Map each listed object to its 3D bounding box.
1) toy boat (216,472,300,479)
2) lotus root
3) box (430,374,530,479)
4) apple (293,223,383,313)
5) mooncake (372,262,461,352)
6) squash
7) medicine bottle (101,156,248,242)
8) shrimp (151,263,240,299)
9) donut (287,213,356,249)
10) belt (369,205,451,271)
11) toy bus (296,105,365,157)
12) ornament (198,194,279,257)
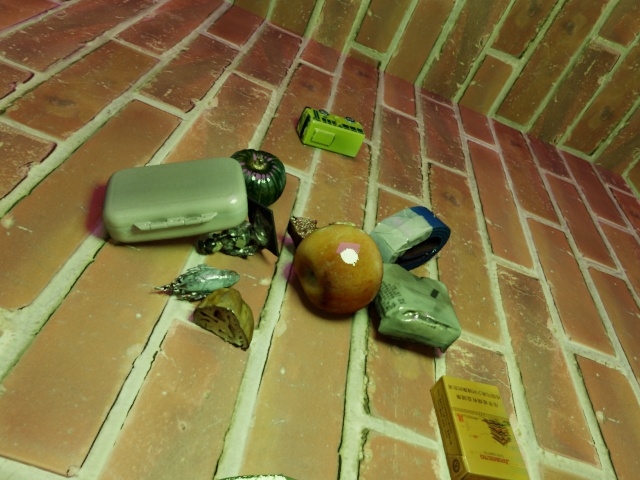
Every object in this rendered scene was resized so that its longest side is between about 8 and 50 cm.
[{"bbox_3d":[-0.149,0.487,1.028,0.293,0.055,0.093,3,44,-29],"label":"toy boat"},{"bbox_3d":[-0.225,0.175,1.350,0.160,0.095,0.135,25,31,-12],"label":"lotus root"},{"bbox_3d":[0.390,0.480,1.363,0.175,0.076,0.274,14,37,-14],"label":"box"},{"bbox_3d":[0.046,0.079,1.524,0.254,0.253,0.253,17,36,-13],"label":"apple"},{"bbox_3d":[0.263,0.199,1.588,0.250,0.136,0.254,18,31,-15],"label":"mooncake"},{"bbox_3d":[-0.214,-0.201,1.762,0.219,0.172,0.218,5,25,-3],"label":"squash"},{"bbox_3d":[-0.391,-0.115,1.494,0.376,0.122,0.282,-9,42,-7],"label":"medicine bottle"},{"bbox_3d":[-0.316,0.106,1.397,0.233,0.079,0.090,-6,84,-31],"label":"shrimp"},{"bbox_3d":[0.002,-0.001,1.681,0.217,0.141,0.085,2,51,-18],"label":"donut"},{"bbox_3d":[0.293,0.001,1.796,0.347,0.212,0.117,-11,51,-47],"label":"belt"},{"bbox_3d":[0.043,-0.452,2.287,0.262,0.128,0.150,12,38,-21],"label":"toy bus"},{"bbox_3d":[-0.242,-0.004,1.541,0.196,0.166,0.153,-24,35,-26],"label":"ornament"}]
